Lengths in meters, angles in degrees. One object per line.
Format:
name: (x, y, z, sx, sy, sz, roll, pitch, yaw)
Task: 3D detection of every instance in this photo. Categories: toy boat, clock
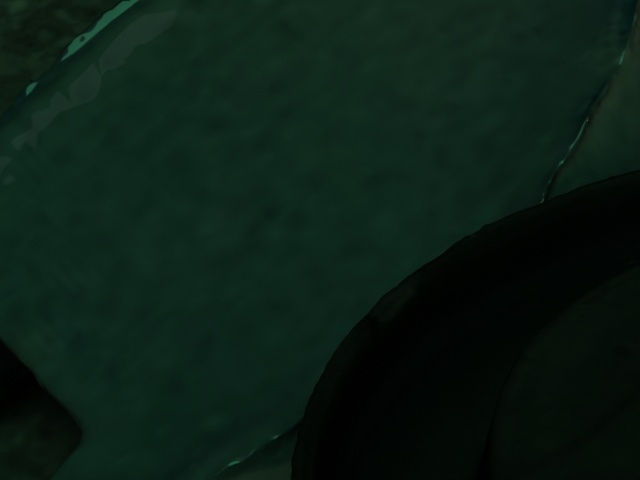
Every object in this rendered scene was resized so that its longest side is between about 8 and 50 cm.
toy boat: (0.000, 0.000, 0.665, 0.330, 0.123, 0.215, -44, 49, -11)
clock: (0.152, 0.068, 0.454, 0.318, 0.066, 0.319, -5, 27, 3)
